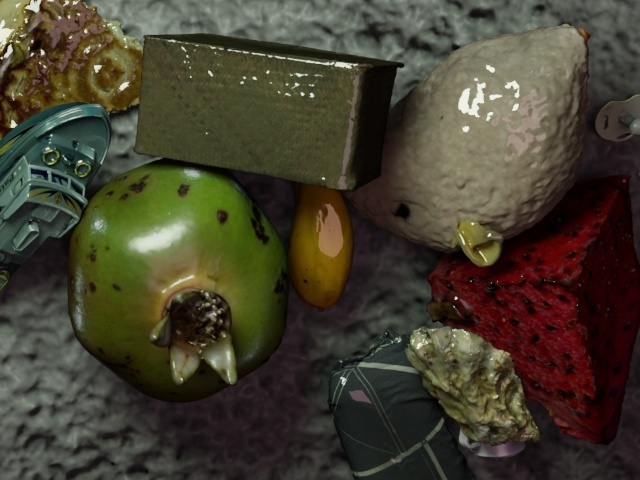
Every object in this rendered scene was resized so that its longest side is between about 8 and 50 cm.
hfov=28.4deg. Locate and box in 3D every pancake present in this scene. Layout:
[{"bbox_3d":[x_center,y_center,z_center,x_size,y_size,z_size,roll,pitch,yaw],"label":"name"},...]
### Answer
[{"bbox_3d":[-0.309,-0.192,1.528,0.244,0.057,0.266,8,105,-22],"label":"pancake"}]

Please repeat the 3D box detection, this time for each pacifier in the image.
[{"bbox_3d":[0.408,-0.154,1.672,0.083,0.064,0.068,-14,122,-8],"label":"pacifier"}]

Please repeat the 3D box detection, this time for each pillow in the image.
[{"bbox_3d":[0.117,0.281,1.688,0.161,0.092,0.335,-28,106,-14],"label":"pillow"}]

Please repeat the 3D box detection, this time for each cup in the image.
[{"bbox_3d":[0.226,0.236,1.706,0.104,0.074,0.116,-14,103,-35],"label":"cup"}]

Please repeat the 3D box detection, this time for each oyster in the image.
[{"bbox_3d":[0.186,0.190,1.604,0.132,0.072,0.209,-12,129,24],"label":"oyster"}]

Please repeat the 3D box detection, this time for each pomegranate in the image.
[{"bbox_3d":[-0.149,0.043,1.465,0.290,0.323,0.291,2,85,-26],"label":"pomegranate"}]

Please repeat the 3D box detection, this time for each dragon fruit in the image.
[{"bbox_3d":[0.302,0.117,1.618,0.302,0.240,0.330,-17,98,9],"label":"dragon fruit"}]

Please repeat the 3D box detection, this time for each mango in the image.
[{"bbox_3d":[0.000,0.000,1.603,0.075,0.098,0.190,-16,113,-45],"label":"mango"}]

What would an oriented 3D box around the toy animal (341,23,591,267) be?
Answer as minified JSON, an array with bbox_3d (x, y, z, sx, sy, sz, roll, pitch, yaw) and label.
[{"bbox_3d":[0.205,-0.118,1.556,0.358,0.188,0.226,-41,92,27],"label":"toy animal"}]

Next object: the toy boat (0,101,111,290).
[{"bbox_3d":[-0.339,-0.053,1.459,0.114,0.122,0.296,22,124,-42],"label":"toy boat"}]

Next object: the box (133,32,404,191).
[{"bbox_3d":[-0.058,-0.156,1.466,0.273,0.184,0.143,11,103,14],"label":"box"}]
